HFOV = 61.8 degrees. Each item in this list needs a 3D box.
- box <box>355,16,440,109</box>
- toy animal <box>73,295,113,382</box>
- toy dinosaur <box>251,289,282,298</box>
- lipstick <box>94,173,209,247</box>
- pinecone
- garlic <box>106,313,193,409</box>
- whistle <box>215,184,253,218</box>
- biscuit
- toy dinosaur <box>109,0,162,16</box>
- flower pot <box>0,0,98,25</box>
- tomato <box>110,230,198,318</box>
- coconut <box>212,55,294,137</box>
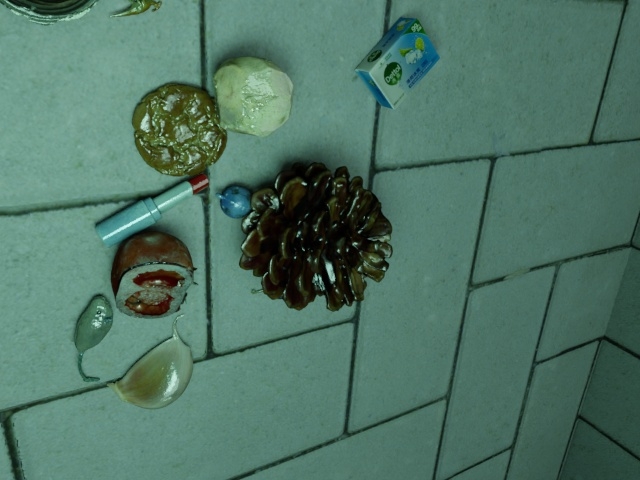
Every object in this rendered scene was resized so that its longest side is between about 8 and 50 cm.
[{"bbox_3d":[0.207,-0.471,1.425,0.194,0.073,0.139,-49,128,-3],"label":"box"},{"bbox_3d":[-0.556,0.251,1.293,0.079,0.070,0.253,12,108,-19],"label":"toy animal"},{"bbox_3d":[-0.111,0.145,1.539,0.180,0.037,0.058,18,125,-29],"label":"toy dinosaur"},{"bbox_3d":[-0.382,-0.077,1.241,0.274,0.068,0.061,-32,84,-13],"label":"lipstick"},{"bbox_3d":[0.000,0.000,1.336,0.397,0.397,0.398,-13,118,-26],"label":"pinecone"},{"bbox_3d":[-0.403,0.339,1.421,0.267,0.128,0.148,-52,141,-15],"label":"garlic"},{"bbox_3d":[-0.195,-0.091,1.345,0.157,0.090,0.090,19,101,-36],"label":"whistle"},{"bbox_3d":[-0.316,-0.247,1.223,0.225,0.042,0.226,-14,119,-27],"label":"biscuit"},{"bbox_3d":[-0.375,-0.479,1.085,0.113,0.026,0.041,-27,140,-30],"label":"toy dinosaur"},{"bbox_3d":[-0.491,-0.506,0.931,0.235,0.140,0.236,-13,120,-25],"label":"flower pot"},{"bbox_3d":[-0.393,0.063,1.245,0.180,0.155,0.214,7,137,-36],"label":"tomato"},{"bbox_3d":[-0.150,-0.324,1.207,0.194,0.194,0.195,-13,118,-26],"label":"coconut"}]
